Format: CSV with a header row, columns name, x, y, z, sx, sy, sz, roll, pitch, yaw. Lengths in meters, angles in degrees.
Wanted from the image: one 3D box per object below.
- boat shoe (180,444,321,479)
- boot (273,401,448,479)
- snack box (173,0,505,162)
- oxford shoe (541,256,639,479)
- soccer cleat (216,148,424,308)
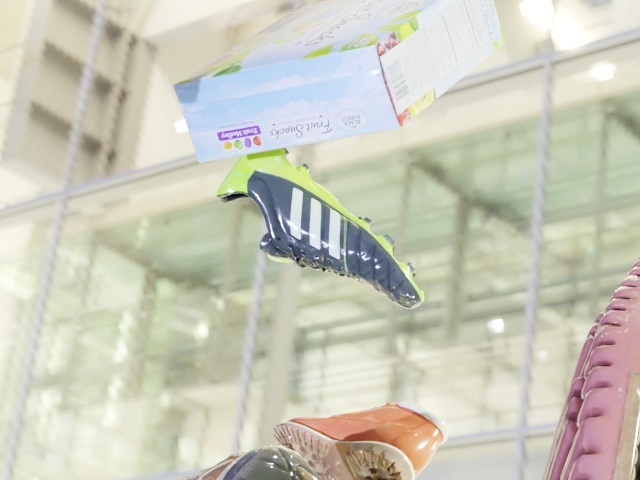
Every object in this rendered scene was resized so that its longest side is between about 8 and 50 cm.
name,x,y,z,sx,sy,sz,roll,pitch,yaw
boat shoe,-0.114,0.285,1.260,0.122,0.120,0.324,52,-123,-22
boot,0.034,0.167,1.498,0.084,0.158,0.059,-41,-57,-37
snack box,0.019,-0.133,1.332,0.207,0.174,0.070,-42,-61,-53
oxford shoe,0.108,0.112,0.431,0.348,0.130,0.123,-65,-17,-57
soccer cleat,0.000,0.000,1.345,0.179,0.072,0.060,42,175,11
